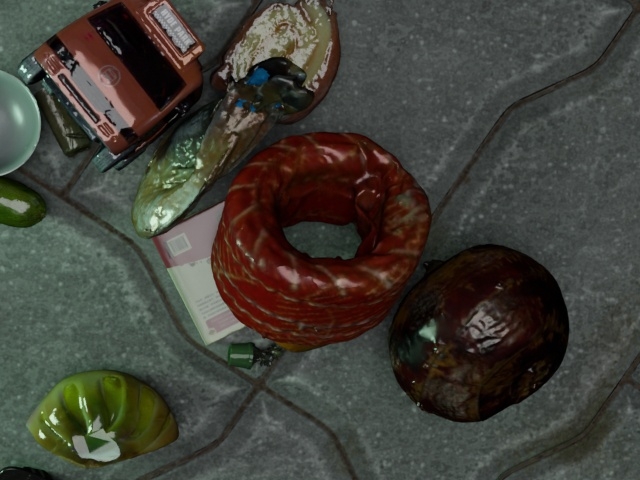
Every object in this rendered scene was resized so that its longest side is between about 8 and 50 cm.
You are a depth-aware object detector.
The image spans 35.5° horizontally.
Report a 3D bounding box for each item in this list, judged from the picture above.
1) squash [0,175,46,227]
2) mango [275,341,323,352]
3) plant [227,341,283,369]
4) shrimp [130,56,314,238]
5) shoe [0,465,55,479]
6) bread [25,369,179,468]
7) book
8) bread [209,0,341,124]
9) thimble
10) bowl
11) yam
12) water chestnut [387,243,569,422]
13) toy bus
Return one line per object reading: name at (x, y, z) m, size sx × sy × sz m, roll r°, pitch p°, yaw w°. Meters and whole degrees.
squash at (-0.637, -0.100, 1.740) m, size 0.332 × 0.087 × 0.087 m, roll 20°, pitch 94°, yaw -10°
mango at (0.023, 0.111, 1.808) m, size 0.253 × 0.113 × 0.138 m, roll -28°, pitch 125°, yaw -5°
plant at (-0.118, 0.213, 1.843) m, size 0.102 × 0.051 × 0.051 m, roll 3°, pitch 96°, yaw -12°
shrimp at (-0.183, -0.150, 1.647) m, size 0.110 × 0.221 × 0.446 m, roll 33°, pitch 130°, yaw -27°
shoe at (-0.512, 0.455, 1.836) m, size 0.179 × 0.049 × 0.071 m, roll 28°, pitch 99°, yaw -26°
bread at (-0.394, 0.310, 1.776) m, size 0.261 × 0.158 × 0.156 m, roll -13°, pitch 94°, yaw -6°
book at (-0.187, 0.057, 1.832) m, size 0.162 × 0.022 × 0.231 m, roll -26°, pitch 98°, yaw -1°
bread at (-0.058, -0.320, 1.753) m, size 0.190 × 0.123 × 0.244 m, roll 36°, pitch 92°, yaw -10°
thimble at (0.000, 0.000, 1.662) m, size 0.350 × 0.230 × 0.350 m, roll 5°, pitch 56°, yaw -8°
bowl at (-0.575, -0.204, 1.736) m, size 0.189 × 0.086 × 0.188 m, roll 0°, pitch 94°, yaw -7°
yam at (-0.455, -0.213, 1.763) m, size 0.054 × 0.054 × 0.132 m, roll -27°, pitch 97°, yaw -2°
water chestnut at (0.264, 0.149, 1.777) m, size 0.350 × 0.350 × 0.302 m, roll -37°, pitch 56°, yaw -1°
toy bus at (-0.305, -0.250, 1.587) m, size 0.233 × 0.427 × 0.203 m, roll -39°, pitch 98°, yaw -3°
